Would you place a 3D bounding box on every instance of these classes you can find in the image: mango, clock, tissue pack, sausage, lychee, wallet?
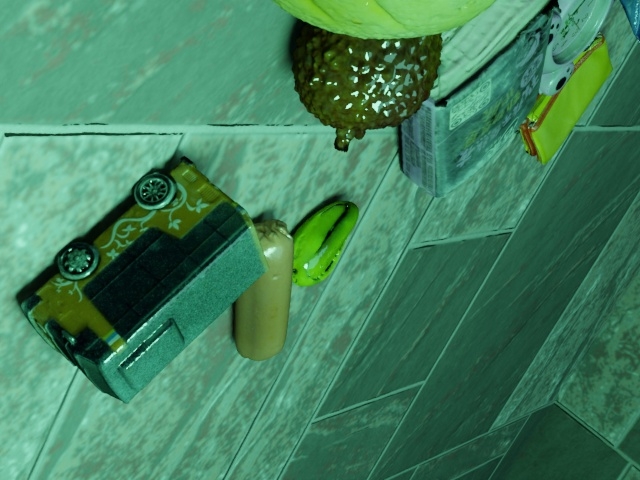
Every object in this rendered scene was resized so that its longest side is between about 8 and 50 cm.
[{"bbox_3d":[0.000,0.000,1.850,0.165,0.074,0.091,-51,152,-27],"label":"mango"},{"bbox_3d":[0.411,-0.386,1.998,0.248,0.090,0.227,-52,155,-3],"label":"clock"},{"bbox_3d":[0.233,-0.229,1.832,0.259,0.122,0.361,-44,164,-9],"label":"tissue pack"},{"bbox_3d":[-0.087,0.080,1.796,0.086,0.086,0.289,-35,151,-31],"label":"sausage"},{"bbox_3d":[0.058,-0.225,1.520,0.200,0.200,0.238,-14,130,-51],"label":"lychee"},{"bbox_3d":[0.457,-0.276,2.252,0.241,0.067,0.141,-53,150,-8],"label":"wallet"}]

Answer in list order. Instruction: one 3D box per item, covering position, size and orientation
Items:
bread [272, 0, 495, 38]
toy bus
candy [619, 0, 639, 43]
[{"bbox_3d":[0.057,-0.344,1.233,0.237,0.320,0.320,-64,156,-11],"label":"bread"},{"bbox_3d":[-0.208,0.053,1.466,0.275,0.167,0.138,-43,153,-16],"label":"toy bus"},{"bbox_3d":[0.503,-0.486,1.897,0.187,0.077,0.331,-43,116,-26],"label":"candy"}]
